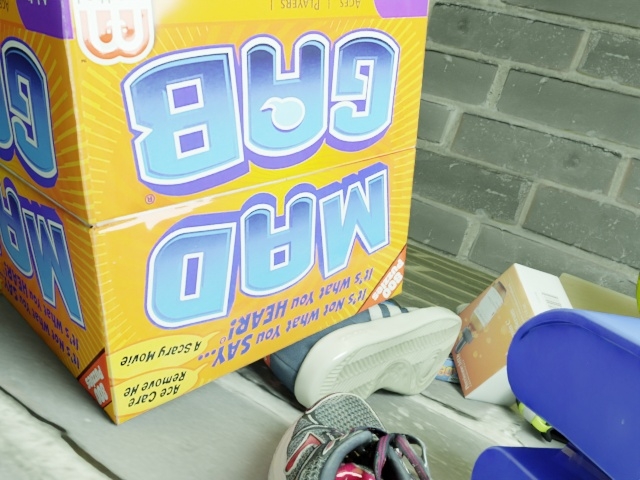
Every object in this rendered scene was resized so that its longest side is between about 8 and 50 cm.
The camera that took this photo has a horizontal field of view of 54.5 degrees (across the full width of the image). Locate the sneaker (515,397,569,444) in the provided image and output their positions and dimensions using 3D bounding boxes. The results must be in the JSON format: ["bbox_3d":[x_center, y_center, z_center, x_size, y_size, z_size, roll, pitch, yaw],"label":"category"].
[{"bbox_3d":[0.372,0.262,0.873,0.234,0.084,0.097,15,32,-24],"label":"sneaker"}]

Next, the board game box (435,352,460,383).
[{"bbox_3d":[0.142,0.175,0.996,0.201,0.035,0.136,16,7,-21],"label":"board game box"}]

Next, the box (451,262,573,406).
[{"bbox_3d":[0.279,0.141,0.907,0.091,0.170,0.130,16,42,-24],"label":"box"}]

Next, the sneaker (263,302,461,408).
[{"bbox_3d":[0.055,0.119,0.799,0.148,0.131,0.350,29,12,35],"label":"sneaker"}]

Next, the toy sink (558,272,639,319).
[{"bbox_3d":[0.458,0.205,1.107,0.152,0.234,0.131,24,38,28],"label":"toy sink"}]

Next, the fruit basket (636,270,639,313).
[{"bbox_3d":[0.510,0.128,0.756,0.283,0.392,0.392,23,8,29],"label":"fruit basket"}]

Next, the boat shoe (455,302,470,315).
[{"bbox_3d":[0.442,0.187,1.442,0.277,0.098,0.096,16,8,-17],"label":"boat shoe"}]

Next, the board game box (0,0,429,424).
[{"bbox_3d":[-0.147,-0.109,0.656,0.356,0.356,0.356,-19,31,-39],"label":"board game box"}]

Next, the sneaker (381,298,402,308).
[{"bbox_3d":[0.092,0.127,1.123,0.152,0.058,0.084,23,13,0],"label":"sneaker"}]

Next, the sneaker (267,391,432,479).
[{"bbox_3d":[0.030,0.170,0.423,0.120,0.112,0.299,19,6,-3],"label":"sneaker"}]

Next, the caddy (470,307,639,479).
[{"bbox_3d":[0.245,0.180,0.403,0.179,0.241,0.341,13,9,-11],"label":"caddy"}]
